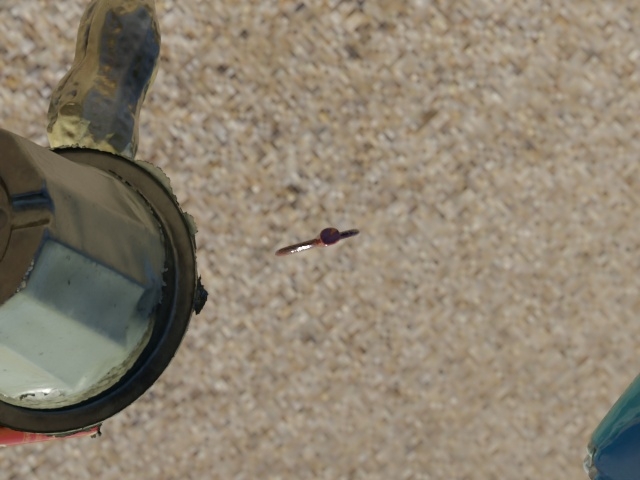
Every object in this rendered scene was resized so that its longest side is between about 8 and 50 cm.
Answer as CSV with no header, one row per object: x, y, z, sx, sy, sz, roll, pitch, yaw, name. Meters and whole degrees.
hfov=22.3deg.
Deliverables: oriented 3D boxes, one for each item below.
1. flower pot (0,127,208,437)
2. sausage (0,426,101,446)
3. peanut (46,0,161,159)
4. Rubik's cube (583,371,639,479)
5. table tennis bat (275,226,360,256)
-0.277,0.017,1.419,0.290,0.290,0.259,-42,159,3,flower pot
-0.406,0.221,2.010,0.264,0.083,0.083,-5,138,-24,sausage
-0.283,-0.204,2.129,0.130,0.130,0.290,32,70,-60,peanut
0.533,0.232,1.695,0.351,0.352,0.347,-54,149,10,Rubik's cube
0.000,0.000,1.782,0.098,0.019,0.154,-15,179,-8,table tennis bat
